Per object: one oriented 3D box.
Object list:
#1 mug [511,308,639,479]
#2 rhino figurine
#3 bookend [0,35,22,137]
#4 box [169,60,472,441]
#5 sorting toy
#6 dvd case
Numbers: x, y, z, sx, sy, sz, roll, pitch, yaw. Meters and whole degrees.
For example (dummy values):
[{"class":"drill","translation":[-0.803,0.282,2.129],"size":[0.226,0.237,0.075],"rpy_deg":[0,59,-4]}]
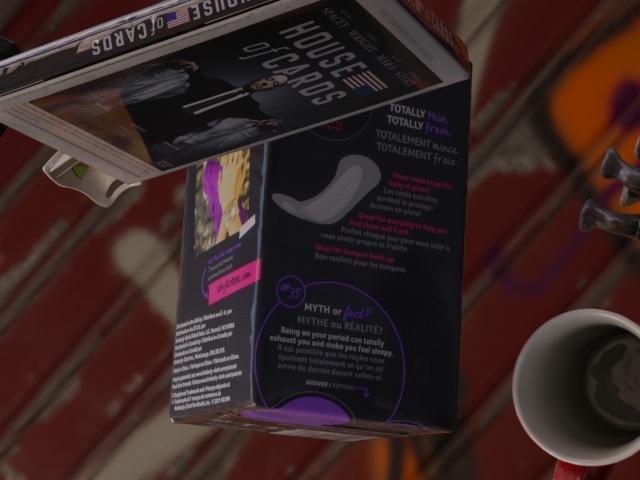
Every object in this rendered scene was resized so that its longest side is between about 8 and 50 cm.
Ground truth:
[{"class":"mug","translation":[0.210,0.121,1.270],"size":[0.150,0.113,0.169],"rpy_deg":[-49,-18,13]},{"class":"rhino figurine","translation":[0.298,-0.043,1.340],"size":[0.243,0.106,0.073],"rpy_deg":[-27,-48,-59]},{"class":"bookend","translation":[-0.356,-0.122,1.444],"size":[0.157,0.156,0.072],"rpy_deg":[-61,-16,-15]},{"class":"box","translation":[0.000,0.000,1.189],"size":[0.165,0.270,0.143],"rpy_deg":[10,-14,-27]},{"class":"sorting toy","translation":[-0.218,-0.073,1.664],"size":[0.083,0.075,0.045],"rpy_deg":[-33,17,19]},{"class":"dvd case","translation":[-0.052,-0.096,0.964],"size":[0.239,0.029,0.179],"rpy_deg":[-16,-18,19]}]
